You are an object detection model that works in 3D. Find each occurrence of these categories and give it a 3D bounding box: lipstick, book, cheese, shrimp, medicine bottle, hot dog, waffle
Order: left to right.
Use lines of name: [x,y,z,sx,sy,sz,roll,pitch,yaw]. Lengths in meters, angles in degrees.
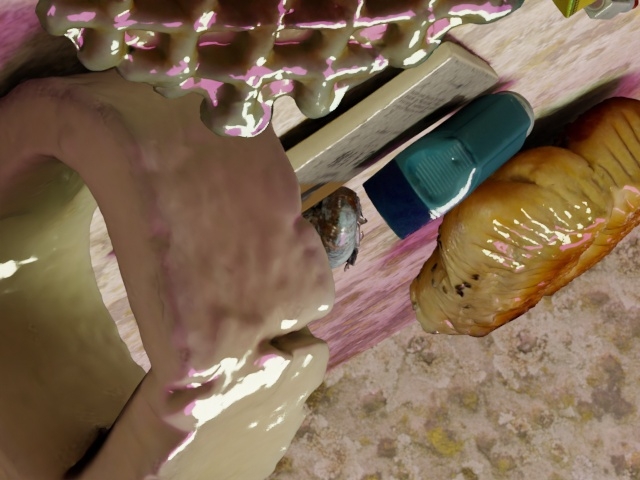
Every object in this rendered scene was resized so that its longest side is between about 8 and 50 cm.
cheese: [-0.136,0.038,1.217,0.153,0.292,0.332,-22,159,-42]
waffle: [-0.002,-0.176,0.952,0.309,0.056,0.292,-33,144,18]
book: [-0.003,-0.072,1.792,0.389,0.032,0.269,-34,172,13]
shrimp: [0.000,0.000,2.050,0.090,0.079,0.233,8,163,-10]
medicine bottle: [0.149,-0.093,1.912,0.124,0.079,0.258,-38,180,33]
hot dog: [0.305,-0.043,2.408,0.367,0.196,0.365,-34,173,-17]
lipstick: [0.306,-0.249,1.857,0.030,0.030,0.129,-37,168,27]

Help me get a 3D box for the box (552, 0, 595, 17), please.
box: [0.337,-0.309,1.628,0.279,0.041,0.153,-31,169,-4]
